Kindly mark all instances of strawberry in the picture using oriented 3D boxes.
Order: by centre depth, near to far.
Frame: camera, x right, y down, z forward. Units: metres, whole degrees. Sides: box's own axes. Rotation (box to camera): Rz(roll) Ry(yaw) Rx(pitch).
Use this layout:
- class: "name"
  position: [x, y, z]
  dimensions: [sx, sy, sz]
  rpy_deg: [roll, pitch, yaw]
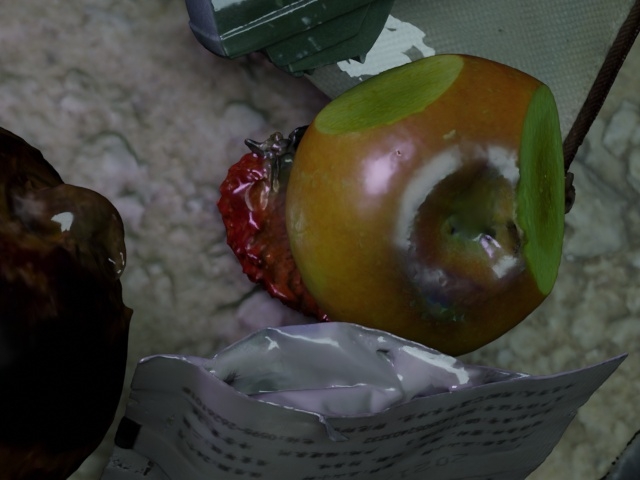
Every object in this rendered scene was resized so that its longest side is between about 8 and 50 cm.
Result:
- class: "strawberry"
  position: [-0.002, 0.000, 0.894]
  dimensions: [0.104, 0.048, 0.152]
  rpy_deg: [-36, 109, -21]

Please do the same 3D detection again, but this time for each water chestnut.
- class: "water chestnut"
  position: [-0.212, 0.041, 0.758]
  dimensions: [0.224, 0.238, 0.223]
  rpy_deg: [31, 39, -29]

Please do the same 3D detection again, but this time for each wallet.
- class: "wallet"
  position: [0.100, -0.182, 0.929]
  dimensions: [0.275, 0.068, 0.335]
  rpy_deg: [32, 74, -11]

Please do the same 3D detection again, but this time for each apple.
- class: "apple"
  position: [0.063, -0.014, 0.807]
  dimensions: [0.163, 0.147, 0.146]
  rpy_deg: [-22, 106, 4]

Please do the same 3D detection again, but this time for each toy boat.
- class: "toy boat"
  position: [0.052, -0.159, 0.838]
  dimensions: [0.260, 0.078, 0.085]
  rpy_deg: [-25, 115, -14]

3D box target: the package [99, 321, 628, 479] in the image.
- class: "package"
  position: [0.014, 0.115, 0.807]
  dimensions: [0.251, 0.204, 0.062]
  rpy_deg: [3, 60, -15]
